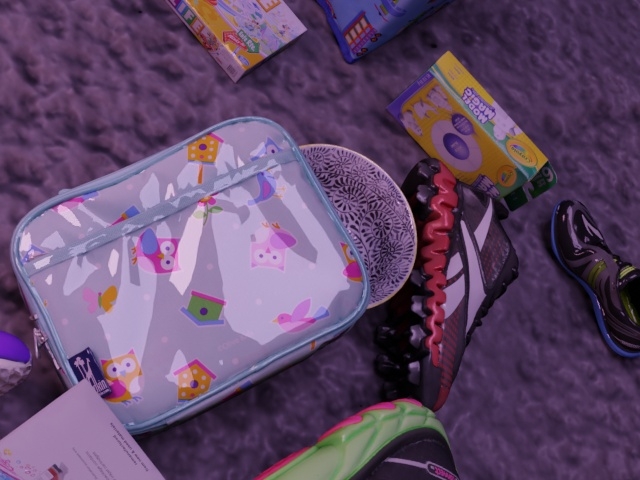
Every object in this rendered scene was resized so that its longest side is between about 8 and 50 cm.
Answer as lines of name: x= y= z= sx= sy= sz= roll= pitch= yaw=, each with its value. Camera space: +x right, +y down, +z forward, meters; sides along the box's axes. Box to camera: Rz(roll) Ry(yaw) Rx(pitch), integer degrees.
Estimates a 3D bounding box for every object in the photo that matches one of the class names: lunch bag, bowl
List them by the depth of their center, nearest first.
lunch bag: x=-0.117 y=0.030 z=1.143 sx=0.279 sy=0.108 sz=0.224 roll=-26 pitch=83 yaw=-14
bowl: x=0.000 y=0.000 z=1.288 sx=0.170 sy=0.080 sz=0.170 roll=9 pitch=65 yaw=-20
lunch bag: x=0.157 y=-0.332 z=1.460 sx=0.293 sy=0.221 sz=0.138 roll=-22 pitch=78 yaw=-36

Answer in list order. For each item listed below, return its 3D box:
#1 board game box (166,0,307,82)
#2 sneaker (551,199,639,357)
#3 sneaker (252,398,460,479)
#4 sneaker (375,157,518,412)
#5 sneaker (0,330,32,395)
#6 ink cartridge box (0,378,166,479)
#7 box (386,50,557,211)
board game box: x=-0.099 y=-0.249 z=1.392 sx=0.154 sy=0.026 sz=0.103 roll=49 pitch=52 yaw=0
sneaker: x=0.316 y=0.034 z=1.459 sx=0.067 sy=0.078 sz=0.188 roll=-20 pitch=77 yaw=-36
sneaker: x=-0.035 y=0.297 z=1.060 sx=0.483 sy=0.185 sz=0.202 roll=-28 pitch=78 yaw=-36
sneaker: x=0.133 y=0.052 z=1.331 sx=0.135 sy=0.097 sz=0.276 roll=20 pitch=57 yaw=-18
sneaker: x=-0.365 y=0.047 z=1.043 sx=0.293 sy=0.102 sz=0.146 roll=9 pitch=62 yaw=-26
ink cartridge box: x=-0.224 y=0.218 z=1.023 sx=0.176 sy=0.128 sz=0.127 roll=-36 pitch=87 yaw=-36
box: x=0.161 y=-0.104 z=1.421 sx=0.179 sy=0.105 sz=0.043 roll=45 pitch=61 yaw=-3
